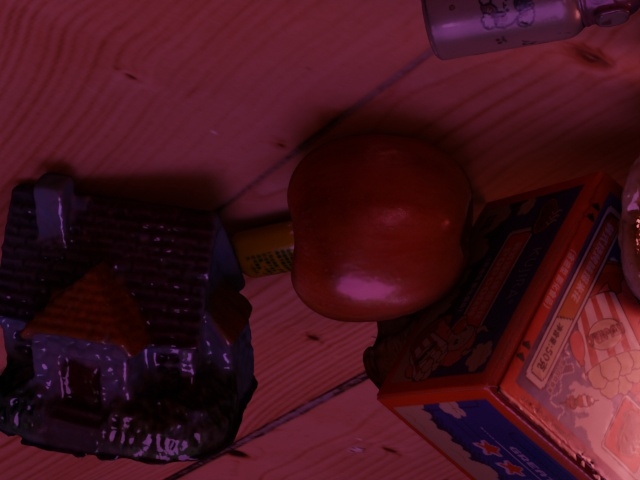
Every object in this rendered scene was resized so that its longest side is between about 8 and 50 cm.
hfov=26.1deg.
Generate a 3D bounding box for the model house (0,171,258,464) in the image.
[{"bbox_3d":[-0.271,0.082,1.915,0.360,0.297,0.339,8,118,16],"label":"model house"}]

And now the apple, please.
[{"bbox_3d":[0.080,-0.013,1.781,0.241,0.242,0.242,-3,147,2],"label":"apple"}]

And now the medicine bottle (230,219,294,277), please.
[{"bbox_3d":[0.000,0.000,1.965,0.260,0.064,0.095,-11,144,21],"label":"medicine bottle"}]

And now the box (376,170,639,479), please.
[{"bbox_3d":[0.322,0.153,1.799,0.318,0.349,0.257,44,152,-19],"label":"box"}]

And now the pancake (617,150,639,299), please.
[{"bbox_3d":[0.480,-0.037,1.711,0.282,0.282,0.049,20,-179,-25],"label":"pancake"}]

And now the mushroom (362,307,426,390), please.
[{"bbox_3d":[0.162,0.105,2.018,0.267,0.267,0.254,-17,109,28],"label":"mushroom"}]

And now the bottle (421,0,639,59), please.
[{"bbox_3d":[0.231,-0.265,1.492,0.233,0.110,0.110,-7,146,16],"label":"bottle"}]
